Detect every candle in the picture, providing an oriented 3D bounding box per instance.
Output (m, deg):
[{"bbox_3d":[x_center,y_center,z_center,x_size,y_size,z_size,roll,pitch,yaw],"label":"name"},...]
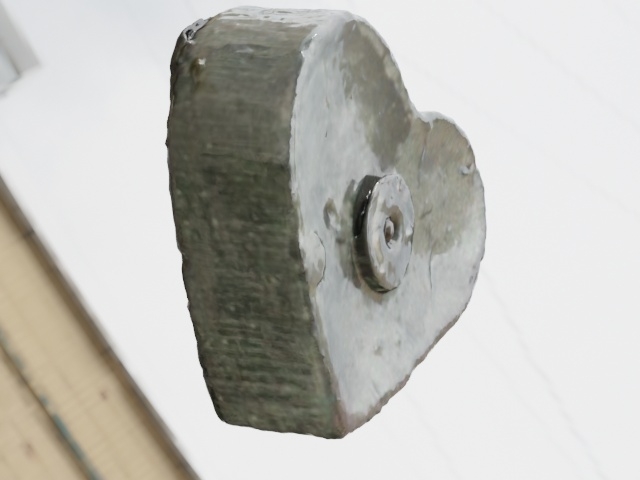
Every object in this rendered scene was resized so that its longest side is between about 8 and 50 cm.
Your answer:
[{"bbox_3d":[0.000,0.000,0.742,0.068,0.168,0.192,3,-21,31],"label":"candle"}]
